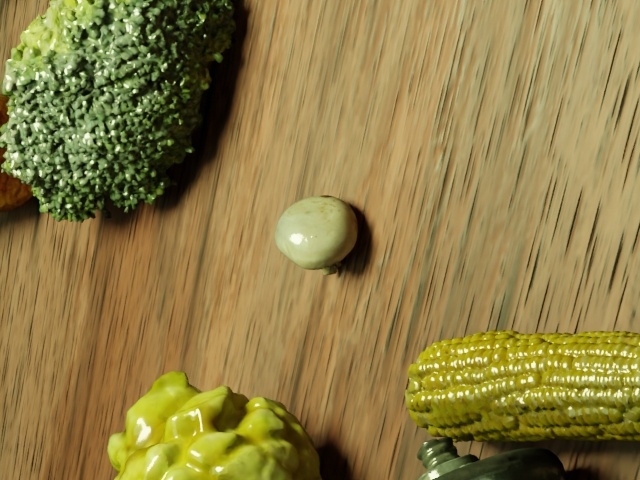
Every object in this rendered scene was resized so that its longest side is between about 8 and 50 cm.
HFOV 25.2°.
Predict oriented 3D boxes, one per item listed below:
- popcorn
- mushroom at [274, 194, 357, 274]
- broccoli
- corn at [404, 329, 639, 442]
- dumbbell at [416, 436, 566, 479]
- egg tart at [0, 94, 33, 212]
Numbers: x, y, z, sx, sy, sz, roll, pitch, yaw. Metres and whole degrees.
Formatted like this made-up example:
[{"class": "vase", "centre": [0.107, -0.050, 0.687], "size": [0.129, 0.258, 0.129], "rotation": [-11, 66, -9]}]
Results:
[{"class": "popcorn", "centre": [-0.120, 0.267, 1.429], "size": [0.270, 0.224, 0.258], "rotation": [-21, 45, 64]}, {"class": "mushroom", "centre": [0.000, 0.000, 1.406], "size": [0.085, 0.085, 0.079], "rotation": [38, 161, 45]}, {"class": "broccoli", "centre": [-0.240, -0.252, 1.627], "size": [0.353, 0.275, 0.397], "rotation": [-7, 63, 34]}, {"class": "corn", "centre": [0.185, 0.118, 1.146], "size": [0.320, 0.097, 0.097], "rotation": [-6, 85, 50]}, {"class": "dumbbell", "centre": [0.167, 0.335, 1.096], "size": [0.179, 0.179, 0.406], "rotation": [-48, 55, 40]}, {"class": "egg tart", "centre": [-0.455, -0.120, 1.894], "size": [0.147, 0.202, 0.202], "rotation": [3, 92, 38]}]
